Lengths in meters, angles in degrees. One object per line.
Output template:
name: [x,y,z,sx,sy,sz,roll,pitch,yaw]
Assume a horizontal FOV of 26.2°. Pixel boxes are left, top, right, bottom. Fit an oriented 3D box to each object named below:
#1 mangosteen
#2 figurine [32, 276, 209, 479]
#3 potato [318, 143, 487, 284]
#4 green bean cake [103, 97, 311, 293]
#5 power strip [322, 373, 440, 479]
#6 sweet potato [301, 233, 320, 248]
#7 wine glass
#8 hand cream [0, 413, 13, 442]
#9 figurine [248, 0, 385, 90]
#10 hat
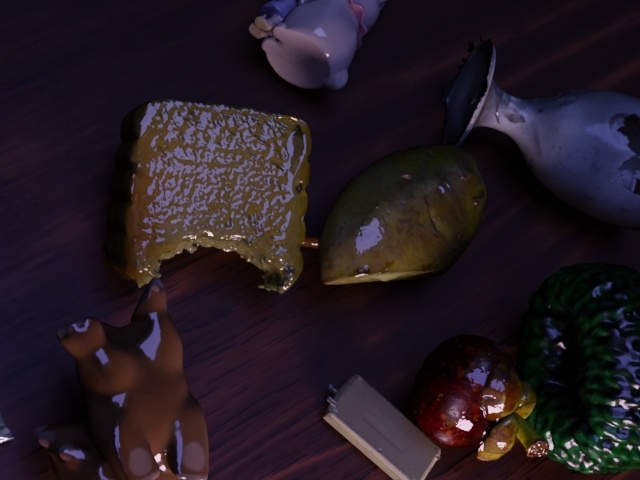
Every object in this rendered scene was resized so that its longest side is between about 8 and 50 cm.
mangosteen: [0.208,0.196,1.732,0.181,0.156,0.146,9,68,15]
figurine: [-0.231,0.197,1.536,0.177,0.173,0.247,-28,95,-43]
potato: [0.104,-0.021,1.804,0.298,0.141,0.176,-33,95,-33]
green bean cake: [-0.140,-0.050,1.707,0.236,0.124,0.233,6,86,-21]
power strip: [0.072,0.238,1.736,0.169,0.028,0.076,42,57,-2]
sweet potato: [0.000,0.000,1.822,0.115,0.026,0.026,0,66,-24]
wine glass: [0.351,-0.147,1.959,0.357,0.190,0.190,21,59,-8]
hand cream: [-0.422,0.123,1.569,0.075,0.052,0.248,-18,79,-6]
figurine: [0.013,-0.327,1.935,0.155,0.127,0.235,29,52,3]
hat: [0.434,0.176,1.817,0.332,0.242,0.274,11,78,-33]
